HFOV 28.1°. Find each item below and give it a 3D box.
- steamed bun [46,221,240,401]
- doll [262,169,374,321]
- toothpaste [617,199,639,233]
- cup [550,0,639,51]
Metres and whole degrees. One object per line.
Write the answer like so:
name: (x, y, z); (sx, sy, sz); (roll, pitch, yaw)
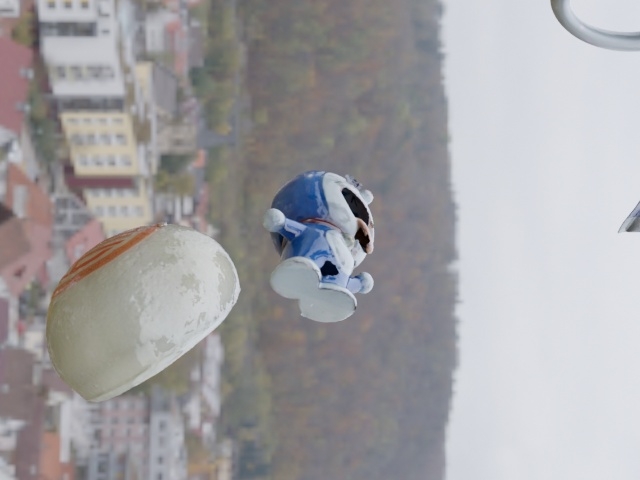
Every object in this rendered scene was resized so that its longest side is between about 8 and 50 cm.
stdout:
steamed bun: (-0.255, 0.079, 1.743); (0.177, 0.283, 0.283); (56, 2, -7)
doll: (0.000, 0.000, 1.836); (0.215, 0.161, 0.257); (50, 21, -28)
toothpaste: (0.475, -0.043, 1.479); (0.096, 0.266, 0.061); (111, -29, -49)
cup: (0.323, -0.378, 1.384); (0.259, 0.274, 0.357); (-112, -164, -68)
